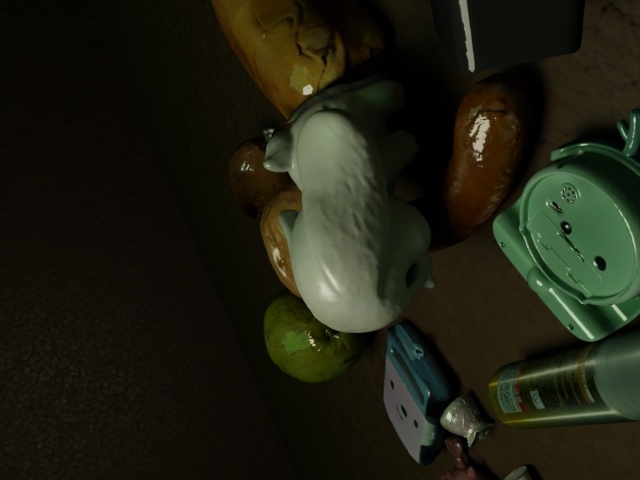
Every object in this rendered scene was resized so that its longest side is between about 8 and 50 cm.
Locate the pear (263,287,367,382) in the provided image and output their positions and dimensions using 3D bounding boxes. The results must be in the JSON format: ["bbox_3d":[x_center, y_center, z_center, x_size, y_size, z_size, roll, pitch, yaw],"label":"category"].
[{"bbox_3d":[-0.011,0.180,1.207,0.213,0.212,0.269,67,167,-2],"label":"pear"}]

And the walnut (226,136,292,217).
[{"bbox_3d":[-0.125,-0.126,1.260,0.137,0.137,0.245,55,165,28],"label":"walnut"}]

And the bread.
[{"bbox_3d":[-0.048,-0.293,0.853,0.344,0.148,0.195,55,157,28],"label":"bread"}]

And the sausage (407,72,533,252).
[{"bbox_3d":[0.161,-0.063,0.691,0.103,0.076,0.302,60,159,17],"label":"sausage"}]

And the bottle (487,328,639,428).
[{"bbox_3d":[0.276,0.149,0.628,0.082,0.082,0.286,62,160,12],"label":"bottle"}]

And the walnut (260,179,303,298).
[{"bbox_3d":[0.000,0.000,1.002,0.195,0.195,0.222,171,84,-69],"label":"walnut"}]

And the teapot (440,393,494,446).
[{"bbox_3d":[0.230,0.282,0.940,0.064,0.064,0.083,43,-177,33],"label":"teapot"}]

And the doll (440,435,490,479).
[{"bbox_3d":[0.254,0.456,0.994,0.211,0.093,0.262,104,155,-67],"label":"doll"}]

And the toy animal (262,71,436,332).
[{"bbox_3d":[0.028,-0.046,0.711,0.289,0.174,0.249,-111,18,-51],"label":"toy animal"}]

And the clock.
[{"bbox_3d":[0.248,-0.017,0.541,0.159,0.066,0.211,55,157,26],"label":"clock"}]

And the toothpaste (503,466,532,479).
[{"bbox_3d":[0.331,0.417,0.855,0.194,0.045,0.071,55,166,11],"label":"toothpaste"}]

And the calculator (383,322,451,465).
[{"bbox_3d":[0.165,0.274,1.066,0.293,0.051,0.173,87,161,-44],"label":"calculator"}]

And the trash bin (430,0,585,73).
[{"bbox_3d":[0.128,-0.261,0.444,0.165,0.114,0.226,-91,-12,-56],"label":"trash bin"}]
